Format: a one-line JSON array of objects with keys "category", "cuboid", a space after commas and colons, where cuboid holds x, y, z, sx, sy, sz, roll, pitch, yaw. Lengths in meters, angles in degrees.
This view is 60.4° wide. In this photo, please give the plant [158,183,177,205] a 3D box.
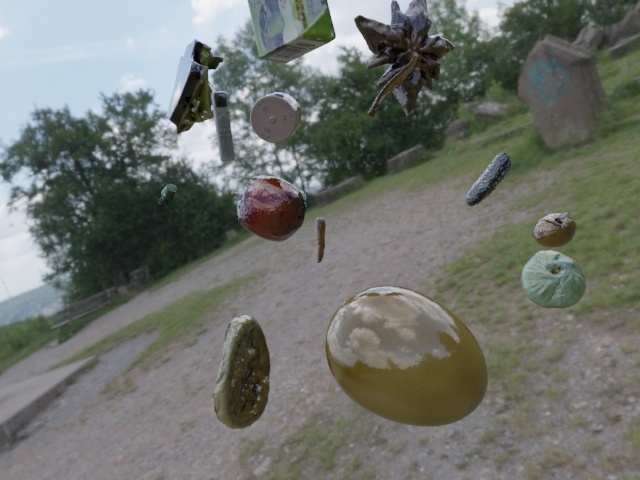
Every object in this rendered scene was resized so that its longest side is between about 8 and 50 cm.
[{"category": "plant", "cuboid": [-0.547, -0.155, 1.964, 0.051, 0.051, 0.102, -28, -15, -49]}]

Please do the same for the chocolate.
[{"category": "chocolate", "cuboid": [-0.109, -0.753, 1.789, 0.137, 0.289, 0.300, -17, 10, -36]}]

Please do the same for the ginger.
[{"category": "ginger", "cuboid": [-0.495, -0.643, 2.312, 0.211, 0.359, 0.413, 13, -24, -26]}]

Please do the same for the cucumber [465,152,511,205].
[{"category": "cucumber", "cuboid": [0.619, -0.214, 2.044, 0.072, 0.081, 0.303, 28, 57, 26]}]

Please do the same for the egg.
[{"category": "egg", "cuboid": [0.163, 0.223, 1.063, 0.322, 0.250, 0.250, 23, 28, 24]}]

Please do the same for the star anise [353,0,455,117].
[{"category": "star anise", "cuboid": [0.226, -0.482, 1.438, 0.349, 0.293, 0.109, -27, 4, -23]}]

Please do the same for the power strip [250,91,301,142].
[{"category": "power strip", "cuboid": [-0.141, -0.387, 1.724, 0.154, 0.154, 0.078, -20, 17, 21]}]

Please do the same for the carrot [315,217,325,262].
[{"category": "carrot", "cuboid": [0.000, 0.000, 2.306, 0.047, 0.191, 0.047, -1, 6, 0]}]

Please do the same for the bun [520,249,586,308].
[{"category": "bun", "cuboid": [0.743, 0.121, 1.745, 0.195, 0.196, 0.118, -22, -26, -5]}]

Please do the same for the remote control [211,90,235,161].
[{"category": "remote control", "cuboid": [-0.366, -0.432, 2.083, 0.029, 0.261, 0.067, 3, 13, 43]}]

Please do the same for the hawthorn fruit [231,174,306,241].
[{"category": "hawthorn fruit", "cuboid": [-0.163, -0.109, 1.718, 0.215, 0.249, 0.215, -61, -6, -11]}]

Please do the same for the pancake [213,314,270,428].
[{"category": "pancake", "cuboid": [-0.234, 0.408, 1.728, 0.065, 0.357, 0.356, -4, 11, 16]}]

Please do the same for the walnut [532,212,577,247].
[{"category": "walnut", "cuboid": [0.924, -0.039, 2.164, 0.245, 0.137, 0.137, -11, -2, -39]}]
